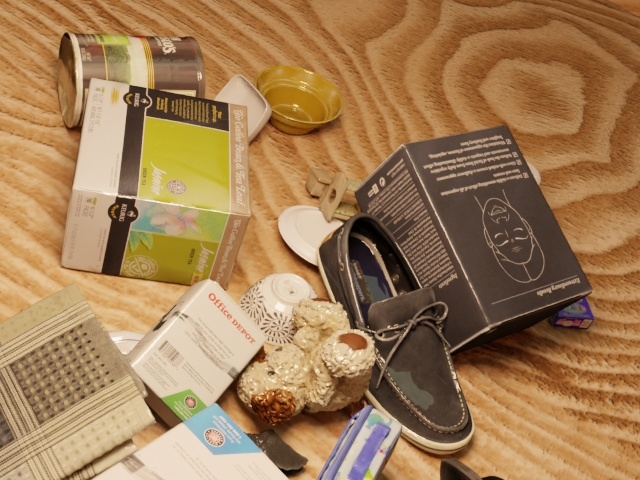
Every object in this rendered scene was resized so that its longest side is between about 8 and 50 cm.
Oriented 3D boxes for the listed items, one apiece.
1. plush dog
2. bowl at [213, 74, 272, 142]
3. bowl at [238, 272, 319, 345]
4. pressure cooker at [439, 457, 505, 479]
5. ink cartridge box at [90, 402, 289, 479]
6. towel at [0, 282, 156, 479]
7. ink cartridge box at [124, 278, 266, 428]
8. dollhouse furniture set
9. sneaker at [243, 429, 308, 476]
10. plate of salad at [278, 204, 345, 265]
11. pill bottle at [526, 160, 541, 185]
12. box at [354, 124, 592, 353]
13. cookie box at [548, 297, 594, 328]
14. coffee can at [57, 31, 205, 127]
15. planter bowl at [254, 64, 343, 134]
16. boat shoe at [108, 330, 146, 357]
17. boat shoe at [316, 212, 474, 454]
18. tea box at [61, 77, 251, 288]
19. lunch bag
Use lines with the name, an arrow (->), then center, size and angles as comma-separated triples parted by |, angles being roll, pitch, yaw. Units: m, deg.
plush dog -> -0.036, 0.239, 1.657 | 0.226, 0.210, 0.262 | -11, 21, -13
bowl -> -0.179, -0.286, 2.150 | 0.142, 0.142, 0.053 | 50, 17, 28
bowl -> -0.065, 0.116, 1.812 | 0.170, 0.080, 0.170 | 13, 43, -12
pressure cooker -> 0.135, 0.524, 1.259 | 0.421, 0.369, 0.375 | -8, 56, -24
ink cartridge box -> -0.210, 0.419, 1.400 | 0.223, 0.129, 0.307 | 43, 46, 21
towel -> -0.445, 0.254, 1.456 | 0.324, 0.056, 0.312 | -31, 57, -12
ink cartridge box -> -0.214, 0.190, 1.584 | 0.153, 0.087, 0.208 | 50, 61, -14
dollhouse furniture set -> 0.085, -0.108, 2.076 | 0.182, 0.101, 0.161 | 13, 26, -30
sneaker -> -0.109, 0.345, 1.582 | 0.170, 0.051, 0.089 | 38, 44, 10
plate of salad -> 0.000, 0.000, 1.983 | 0.200, 0.048, 0.199 | 20, 35, -15
pill bottle -> 0.416, -0.093, 2.154 | 0.108, 0.180, 0.108 | 12, 43, -11
box -> 0.303, 0.000, 1.908 | 0.294, 0.212, 0.395 | -13, 71, -33
cookie box -> 0.537, 0.139, 2.071 | 0.092, 0.040, 0.107 | 6, 45, -17
coffee can -> -0.411, -0.344, 2.048 | 0.276, 0.201, 0.201 | -4, 48, -26
planter bowl -> -0.061, -0.315, 2.248 | 0.217, 0.090, 0.217 | 12, 43, -11
boat shoe -> -0.305, 0.206, 1.613 | 0.226, 0.083, 0.075 | 0, 46, -24
boat shoe -> 0.142, 0.163, 1.772 | 0.187, 0.156, 0.500 | -11, 61, -28
tea box -> -0.313, -0.111, 1.835 | 0.324, 0.220, 0.329 | 9, 44, -14
lunch bag -> 0.046, 0.380, 1.515 | 0.090, 0.176, 0.219 | 29, 43, 7
